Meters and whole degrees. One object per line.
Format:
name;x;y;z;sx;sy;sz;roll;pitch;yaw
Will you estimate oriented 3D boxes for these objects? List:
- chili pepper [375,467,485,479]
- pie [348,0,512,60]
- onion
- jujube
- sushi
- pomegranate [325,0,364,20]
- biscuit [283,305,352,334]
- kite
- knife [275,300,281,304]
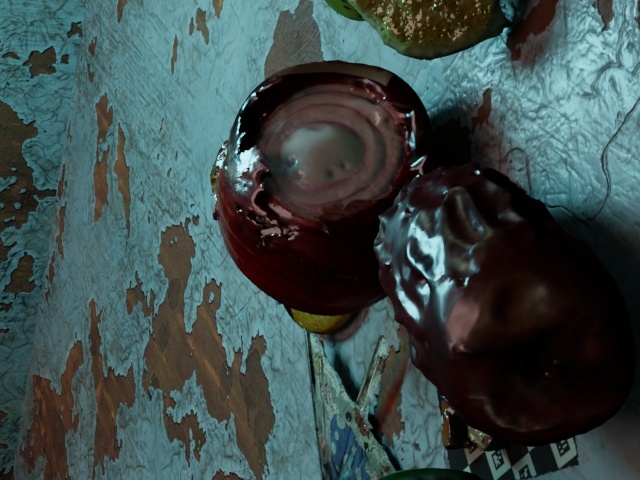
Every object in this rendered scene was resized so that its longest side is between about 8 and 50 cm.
chili pepper;0.137;0.407;1.450;0.233;0.256;0.248;-119;41;-54
pie;0.133;-0.408;1.528;0.078;0.296;0.371;-42;-30;-64
onion;0.006;-0.058;1.683;0.341;0.341;0.341;-8;81;64
jujube;0.191;0.064;1.367;0.377;0.258;0.258;-132;49;-56
sushi;0.205;0.207;1.557;0.279;0.043;0.193;-37;56;58
pomegranate;0.093;-0.402;1.689;0.248;0.214;0.214;13;102;30
biscuit;0.000;0.000;1.985;0.305;0.038;0.305;5;96;61
kite;0.054;0.285;1.868;0.406;0.014;0.368;56;141;42
knife;-0.044;-0.041;2.116;0.044;0.019;0.313;-138;56;-60
